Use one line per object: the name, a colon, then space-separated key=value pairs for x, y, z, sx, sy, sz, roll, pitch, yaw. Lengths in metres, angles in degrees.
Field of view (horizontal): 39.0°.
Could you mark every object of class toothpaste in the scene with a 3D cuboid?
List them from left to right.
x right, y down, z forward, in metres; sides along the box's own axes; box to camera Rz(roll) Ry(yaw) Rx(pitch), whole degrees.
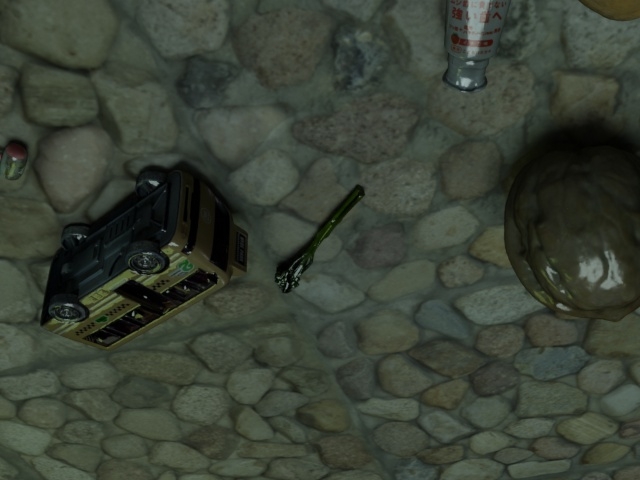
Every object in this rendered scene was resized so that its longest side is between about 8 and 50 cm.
toothpaste: x=0.167 y=-0.267 z=0.946 sx=0.089 sy=0.057 sz=0.234 roll=3 pitch=131 yaw=0

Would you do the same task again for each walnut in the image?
walnut: x=0.331 y=-0.007 z=1.116 sx=0.224 sy=0.224 sz=0.224 roll=-1 pitch=139 yaw=-1

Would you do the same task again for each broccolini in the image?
broccolini: x=0.001 y=0.000 z=1.260 sx=0.042 sy=0.044 sz=0.218 roll=33 pitch=125 yaw=-13

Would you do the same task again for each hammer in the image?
hammer: x=-0.408 y=-0.109 z=1.127 sx=0.083 sy=0.031 sz=0.052 roll=24 pitch=131 yaw=-11

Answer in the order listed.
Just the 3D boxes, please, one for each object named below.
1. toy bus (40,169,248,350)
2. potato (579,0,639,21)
toy bus: x=-0.239 y=0.035 z=1.209 sx=0.290 sy=0.139 sz=0.157 roll=-31 pitch=135 yaw=31
potato: x=0.294 y=-0.278 z=0.895 sx=0.112 sy=0.112 sz=0.147 roll=-24 pitch=141 yaw=24
